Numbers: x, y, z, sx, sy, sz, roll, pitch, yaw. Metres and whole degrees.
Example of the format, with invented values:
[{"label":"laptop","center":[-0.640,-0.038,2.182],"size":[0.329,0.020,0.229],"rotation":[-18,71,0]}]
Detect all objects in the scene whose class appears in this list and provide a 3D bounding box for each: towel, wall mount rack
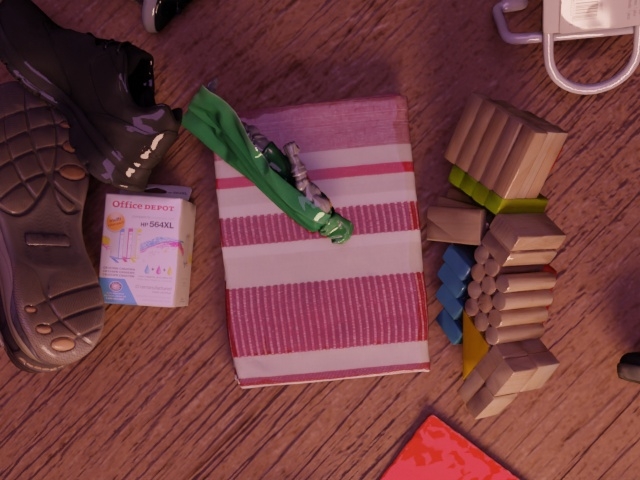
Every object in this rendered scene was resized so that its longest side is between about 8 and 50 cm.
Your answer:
[{"label":"towel","center":[0.000,0.000,1.167],"size":[0.237,0.037,0.329],"rotation":[-5,88,2]},{"label":"wall mount rack","center":[0.342,-0.341,1.073],"size":[0.304,0.130,0.350],"rotation":[-5,132,5]}]

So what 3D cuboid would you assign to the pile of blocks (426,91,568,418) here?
[{"label":"pile of blocks","center":[0.211,0.017,1.135],"size":[0.112,0.149,0.362],"rotation":[-1,98,-40]}]

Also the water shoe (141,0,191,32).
[{"label":"water shoe","center":[-0.136,-0.324,1.170],"size":[0.080,0.073,0.203],"rotation":[32,89,1]}]

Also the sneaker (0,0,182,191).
[{"label":"sneaker","center":[-0.259,-0.191,1.128],"size":[0.130,0.109,0.286],"rotation":[-46,77,18]}]

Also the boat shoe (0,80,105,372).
[{"label":"boat shoe","center":[-0.342,-0.015,1.124],"size":[0.130,0.132,0.355],"rotation":[-34,57,41]}]

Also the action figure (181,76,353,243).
[{"label":"action figure","center":[-0.052,-0.080,1.106],"size":[0.232,0.137,0.063],"rotation":[45,77,-6]}]

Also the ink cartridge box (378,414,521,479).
[{"label":"ink cartridge box","center":[0.131,0.443,1.111],"size":[0.308,0.091,0.385],"rotation":[37,90,4]}]

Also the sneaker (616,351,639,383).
[{"label":"sneaker","center":[0.446,0.111,1.117],"size":[0.227,0.087,0.130],"rotation":[0,85,0]}]

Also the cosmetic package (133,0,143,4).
[{"label":"cosmetic package","center":[-0.223,-0.457,1.161],"size":[0.160,0.113,0.309],"rotation":[25,88,3]}]

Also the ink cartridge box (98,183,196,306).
[{"label":"ink cartridge box","center":[-0.200,0.003,1.147],"size":[0.092,0.090,0.143],"rotation":[3,88,3]}]
